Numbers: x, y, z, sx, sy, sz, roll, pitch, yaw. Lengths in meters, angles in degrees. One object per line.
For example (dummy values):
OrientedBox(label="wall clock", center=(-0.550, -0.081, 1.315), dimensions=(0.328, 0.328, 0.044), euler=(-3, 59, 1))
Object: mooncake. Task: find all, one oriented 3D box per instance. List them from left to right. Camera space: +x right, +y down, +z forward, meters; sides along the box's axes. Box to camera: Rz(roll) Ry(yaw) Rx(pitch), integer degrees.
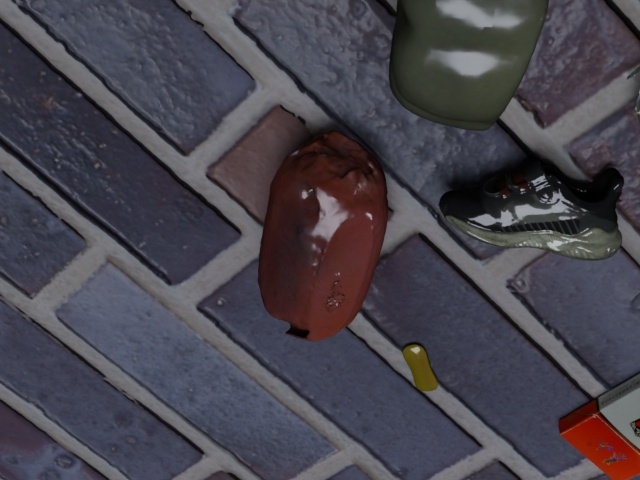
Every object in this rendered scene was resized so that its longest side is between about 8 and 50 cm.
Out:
OrientedBox(label="mooncake", center=(0.139, -0.244, 0.977), dimensions=(0.135, 0.275, 0.275), euler=(9, 125, 0))

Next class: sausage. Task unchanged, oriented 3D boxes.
OrientedBox(label="sausage", center=(0.000, 0.000, 1.235), dimensions=(0.152, 0.152, 0.280), euler=(13, 124, 0))

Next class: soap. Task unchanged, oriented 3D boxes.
OrientedBox(label="soap", center=(0.142, 0.183, 1.417), dimensions=(0.034, 0.012, 0.089), euler=(-14, 121, 18))

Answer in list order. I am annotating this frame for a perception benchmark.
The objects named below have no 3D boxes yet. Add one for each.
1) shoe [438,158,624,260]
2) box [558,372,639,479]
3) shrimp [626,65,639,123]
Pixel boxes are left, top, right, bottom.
OrientedBox(label="shoe", center=(0.261, -0.050, 1.195), dimensions=(0.227, 0.099, 0.112), euler=(11, 118, -3))
OrientedBox(label="box", center=(0.472, 0.243, 1.391), dimensions=(0.139, 0.035, 0.245), euler=(41, 120, -18))
OrientedBox(label="shrimp", center=(0.390, -0.179, 1.097), dimensions=(0.073, 0.075, 0.190), euler=(-16, 138, -18))
